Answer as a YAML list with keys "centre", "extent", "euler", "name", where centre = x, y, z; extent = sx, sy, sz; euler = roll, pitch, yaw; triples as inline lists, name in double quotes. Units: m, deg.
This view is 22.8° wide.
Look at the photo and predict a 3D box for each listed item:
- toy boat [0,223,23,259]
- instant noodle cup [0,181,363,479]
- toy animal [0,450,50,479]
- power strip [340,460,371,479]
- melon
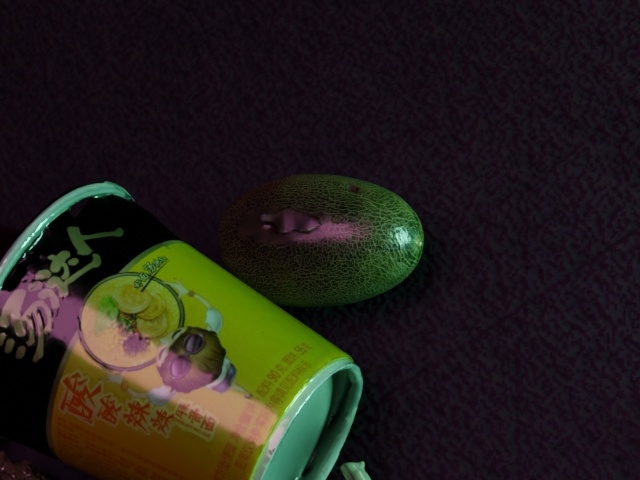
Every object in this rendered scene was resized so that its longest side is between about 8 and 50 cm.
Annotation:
- centre: [-0.358, 0.023, 1.321]
  extent: [0.392, 0.079, 0.136]
  euler: [5, 50, 24]
  name: "toy boat"
- centre: [-0.107, 0.100, 1.130]
  extent: [0.236, 0.215, 0.216]
  euler: [28, 82, 20]
  name: "instant noodle cup"
- centre: [-0.197, 0.242, 1.180]
  extent: [0.086, 0.069, 0.220]
  euler: [-46, 52, 25]
  name: "toy animal"
- centre: [0.050, 0.281, 1.064]
  extent: [0.093, 0.053, 0.288]
  euler: [-25, 63, 12]
  name: "power strip"
- centre: [0.000, 0.000, 1.175]
  extent: [0.162, 0.099, 0.099]
  euler: [-1, 69, 23]
  name: "melon"
